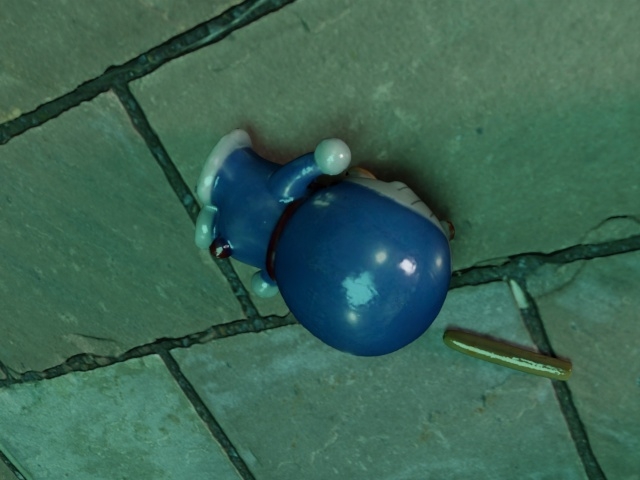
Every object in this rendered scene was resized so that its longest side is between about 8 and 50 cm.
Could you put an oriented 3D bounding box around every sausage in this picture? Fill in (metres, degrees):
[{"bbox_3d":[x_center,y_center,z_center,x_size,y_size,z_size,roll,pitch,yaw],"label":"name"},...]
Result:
[{"bbox_3d":[0.192,0.119,0.680,0.132,0.024,0.024,14,125,11],"label":"sausage"}]

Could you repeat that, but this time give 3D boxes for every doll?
[{"bbox_3d":[0.000,0.000,0.614,0.257,0.161,0.215,32,142,19],"label":"doll"}]
